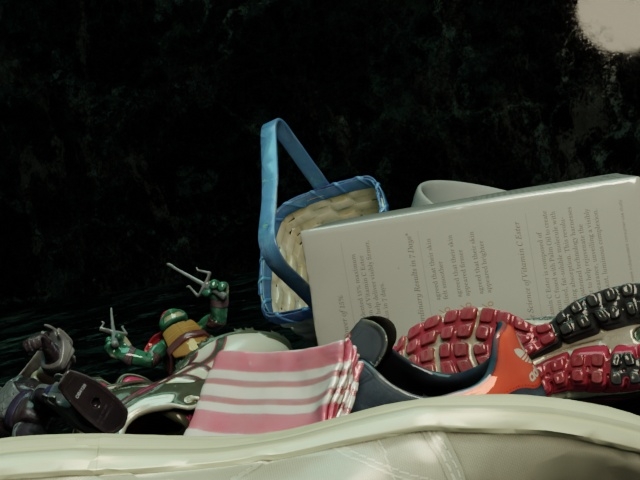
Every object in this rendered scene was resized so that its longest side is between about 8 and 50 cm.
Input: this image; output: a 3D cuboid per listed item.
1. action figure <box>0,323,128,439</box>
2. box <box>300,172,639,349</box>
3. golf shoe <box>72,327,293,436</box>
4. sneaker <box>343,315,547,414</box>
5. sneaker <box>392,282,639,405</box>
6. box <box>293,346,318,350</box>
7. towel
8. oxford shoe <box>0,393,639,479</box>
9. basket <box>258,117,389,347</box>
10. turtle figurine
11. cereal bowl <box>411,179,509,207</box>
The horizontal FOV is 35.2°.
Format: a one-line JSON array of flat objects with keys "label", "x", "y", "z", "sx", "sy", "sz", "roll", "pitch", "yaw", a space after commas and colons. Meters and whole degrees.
[{"label": "action figure", "x": -0.292, "y": 0.177, "z": 1.028, "sx": 0.099, "sy": 0.185, "sz": 0.285, "roll": 30, "pitch": -18, "yaw": -33}, {"label": "box", "x": 0.174, "y": 0.061, "z": 1.087, "sx": 0.345, "sy": 0.214, "sz": 0.168, "roll": -9, "pitch": 3, "yaw": 10}, {"label": "golf shoe", "x": -0.137, "y": 0.183, "z": 1.128, "sx": 0.273, "sy": 0.105, "sz": 0.120, "roll": -18, "pitch": 22, "yaw": -26}, {"label": "sneaker", "x": 0.006, "y": 0.140, "z": 0.808, "sx": 0.350, "sy": 0.148, "sz": 0.131, "roll": -10, "pitch": 3, "yaw": 7}, {"label": "sneaker", "x": 0.206, "y": 0.126, "z": 0.948, "sx": 0.299, "sy": 0.120, "sz": 0.112, "roll": -10, "pitch": -26, "yaw": 20}, {"label": "box", "x": -0.062, "y": 0.175, "z": 1.357, "sx": 0.225, "sy": 0.036, "sz": 0.136, "roll": -10, "pitch": 3, "yaw": 28}, {"label": "towel", "x": -0.056, "y": 0.158, "z": 0.725, "sx": 0.144, "sy": 0.029, "sz": 0.197, "roll": -10, "pitch": 44, "yaw": 36}, {"label": "oxford shoe", "x": -0.004, "y": 0.177, "z": 0.543, "sx": 0.450, "sy": 0.169, "sz": 0.130, "roll": -3, "pitch": 43, "yaw": -11}, {"label": "basket", "x": 0.000, "y": 0.000, "z": 1.390, "sx": 0.201, "sy": 0.254, "sz": 0.289, "roll": -22, "pitch": -45, "yaw": 24}, {"label": "turtle figurine", "x": -0.174, "y": 0.129, "z": 1.307, "sx": 0.175, "sy": 0.118, "sz": 0.234, "roll": -41, "pitch": 42, "yaw": -7}, {"label": "cereal bowl", "x": 0.269, "y": 0.038, "z": 1.333, "sx": 0.339, "sy": 0.141, "sz": 0.339, "roll": 14, "pitch": 17, "yaw": -4}]
